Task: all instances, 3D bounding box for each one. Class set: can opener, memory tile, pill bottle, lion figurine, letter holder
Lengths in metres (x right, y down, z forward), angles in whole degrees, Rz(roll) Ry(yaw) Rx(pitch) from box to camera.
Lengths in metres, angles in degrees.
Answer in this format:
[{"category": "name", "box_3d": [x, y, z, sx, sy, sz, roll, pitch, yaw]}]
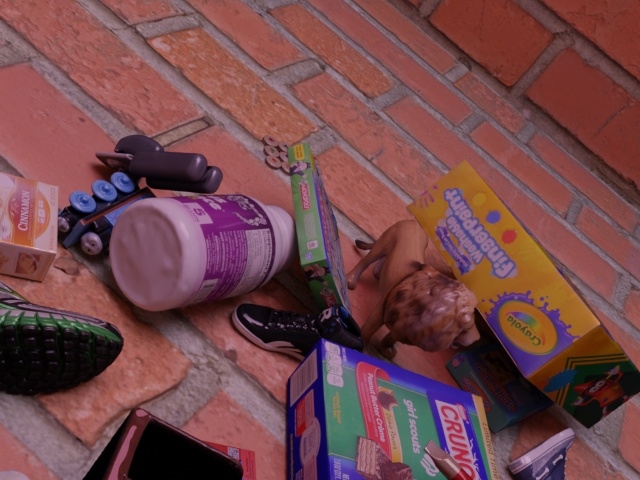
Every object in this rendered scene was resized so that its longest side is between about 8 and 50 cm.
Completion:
[{"category": "can opener", "box_3d": [-0.265, -0.137, 1.279, 0.076, 0.283, 0.095, 40, 66, -44]}, {"category": "memory tile", "box_3d": [-0.060, -0.176, 1.715, 0.148, 0.012, 0.113, 20, 37, -26]}, {"category": "pill bottle", "box_3d": [-0.168, 0.010, 1.232, 0.169, 0.169, 0.301, 51, 28, 19]}, {"category": "lion figurine", "box_3d": [0.154, 0.064, 1.417, 0.142, 0.240, 0.392, 19, 37, -27]}, {"category": "letter holder", "box_3d": [-0.162, 0.338, 0.730, 0.214, 0.302, 0.152, 30, 34, -12]}]

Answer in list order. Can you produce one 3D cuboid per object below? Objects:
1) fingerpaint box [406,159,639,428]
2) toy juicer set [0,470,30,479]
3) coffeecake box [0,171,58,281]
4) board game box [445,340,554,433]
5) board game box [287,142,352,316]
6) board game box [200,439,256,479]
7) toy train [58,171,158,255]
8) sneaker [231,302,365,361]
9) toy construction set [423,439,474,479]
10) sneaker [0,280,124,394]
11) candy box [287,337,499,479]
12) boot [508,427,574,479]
[{"category": "fingerpaint box", "box_3d": [0.406, 0.105, 1.524, 0.371, 0.163, 0.444, 37, 18, -47]}, {"category": "toy juicer set", "box_3d": [-0.453, 0.157, 0.773, 0.209, 0.089, 0.329, -26, 88, -28]}, {"category": "coffeecake box", "box_3d": [-0.474, -0.032, 1.097, 0.186, 0.068, 0.142, 15, 40, -30]}, {"category": "board game box", "box_3d": [0.362, 0.279, 1.529, 0.210, 0.047, 0.160, -4, 52, -47]}, {"category": "board game box", "box_3d": [0.000, 0.000, 1.409, 0.317, 0.046, 0.213, -98, 171, -47]}, {"category": "board game box", "box_3d": [-0.142, 0.375, 0.957, 0.145, 0.027, 0.281, 19, 37, -25]}, {"category": "toy train", "box_3d": [-0.334, -0.039, 1.232, 0.105, 0.080, 0.184, 46, 33, 2]}, {"category": "sneaker", "box_3d": [-0.026, 0.133, 1.272, 0.217, 0.121, 0.079, 28, 33, -15]}, {"category": "toy construction set", "box_3d": [0.048, 0.352, 0.911, 0.309, 0.257, 0.237, -38, 82, -31]}, {"category": "sneaker", "box_3d": [-0.408, 0.085, 0.958, 0.344, 0.134, 0.146, 20, 37, -25]}, {"category": "candy box", "box_3d": [0.113, 0.326, 1.170, 0.317, 0.122, 0.268, 24, 35, -22]}, {"category": "boot", "box_3d": [0.422, 0.412, 1.419, 0.190, 0.069, 0.086, -14, 66, -41]}]
